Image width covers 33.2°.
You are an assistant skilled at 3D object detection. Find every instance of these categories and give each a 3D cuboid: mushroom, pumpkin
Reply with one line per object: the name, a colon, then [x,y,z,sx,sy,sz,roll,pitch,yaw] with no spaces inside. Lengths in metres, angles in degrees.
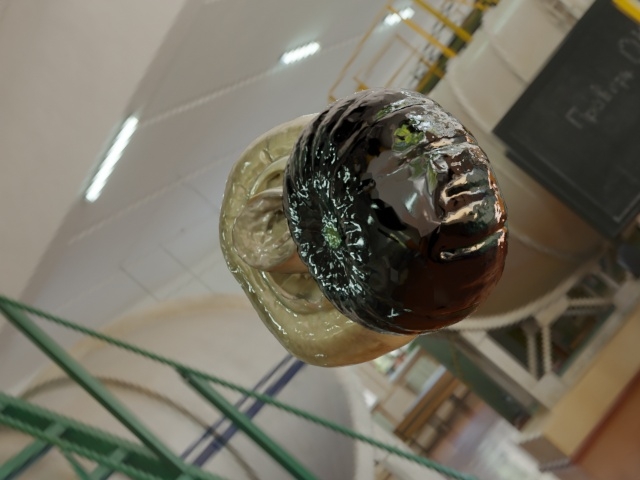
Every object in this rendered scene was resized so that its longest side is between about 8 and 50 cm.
mushroom: [0.000,0.000,1.044,0.260,0.253,0.234,-2,1,35]
pumpkin: [0.059,-0.022,0.831,0.140,0.202,0.202,-20,-21,-27]
